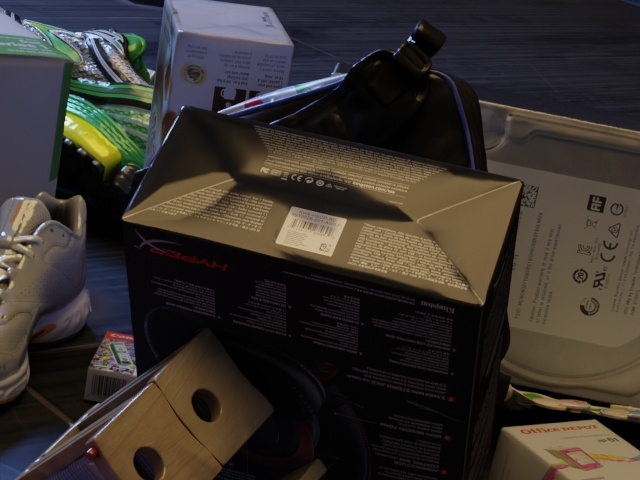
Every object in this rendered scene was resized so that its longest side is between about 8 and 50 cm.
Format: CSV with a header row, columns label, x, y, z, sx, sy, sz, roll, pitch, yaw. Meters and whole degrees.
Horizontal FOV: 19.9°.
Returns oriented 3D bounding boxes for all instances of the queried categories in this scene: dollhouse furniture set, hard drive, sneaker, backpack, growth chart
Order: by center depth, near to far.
label,x,y,z,sx,sy,sz,roll,pitch,yaw
dollhouse furniture set,-0.078,0.178,1.067,0.183,0.129,0.129,51,40,-4
sneaker,-0.242,0.033,1.356,0.099,0.121,0.262,12,18,7
backpack,0.000,0.000,1.359,0.263,0.276,0.213,-9,-5,8
growth chart,0.238,0.132,1.400,0.237,0.021,0.172,9,-4,-3
hard drive,0.155,-0.001,1.488,0.339,0.236,0.064,12,18,4
sneaker,-0.249,-0.153,1.768,0.343,0.134,0.146,35,69,22

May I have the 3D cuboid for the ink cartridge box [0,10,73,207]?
label,x,y,z,sx,sy,sz,roll,pitch,yaw
ink cartridge box,-0.330,-0.103,1.584,0.117,0.201,0.278,-1,20,-31

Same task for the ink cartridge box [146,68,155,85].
label,x,y,z,sx,sy,sz,roll,pitch,yaw
ink cartridge box,-0.272,-0.141,1.872,0.209,0.062,0.109,19,62,25

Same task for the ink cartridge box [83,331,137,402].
label,x,y,z,sx,sy,sz,roll,pitch,yaw
ink cartridge box,-0.137,0.092,1.378,0.063,0.029,0.115,10,19,1

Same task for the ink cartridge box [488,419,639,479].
label,x,y,z,sx,sy,sz,roll,pitch,yaw
ink cartridge box,0.189,0.174,1.272,0.089,0.052,0.122,-1,20,-31

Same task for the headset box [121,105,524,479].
label,x,y,z,sx,sy,sz,roll,pitch,yaw
headset box,0.001,0.076,1.149,0.218,0.293,0.110,13,48,12

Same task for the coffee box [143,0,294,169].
label,x,y,z,sx,sy,sz,roll,pitch,yaw
coffee box,-0.095,-0.068,1.533,0.098,0.246,0.141,5,18,-11
